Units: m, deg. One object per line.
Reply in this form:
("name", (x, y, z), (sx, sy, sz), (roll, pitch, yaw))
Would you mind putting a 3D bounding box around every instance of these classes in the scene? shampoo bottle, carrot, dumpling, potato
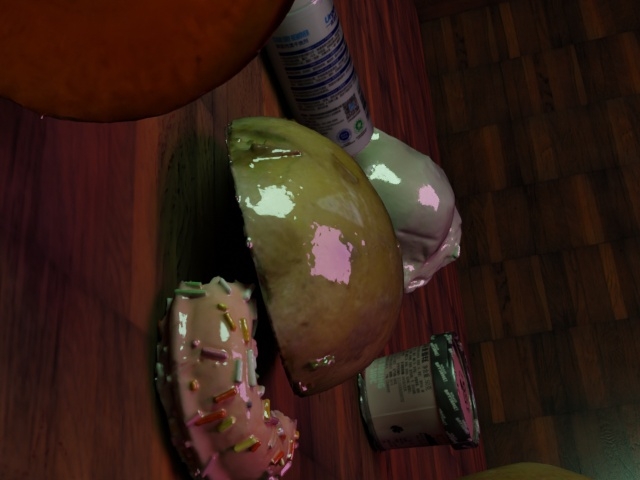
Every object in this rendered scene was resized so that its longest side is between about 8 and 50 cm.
("shampoo bottle", (-0.021, -0.229, 1.033), (0.092, 0.092, 0.303), (-88, 160, -46))
("carrot", (-0.091, -0.237, 0.493), (0.214, 0.193, 0.331), (-56, -159, 34))
("dumpling", (0.084, -0.037, 1.224), (0.258, 0.147, 0.193), (49, 60, -20))
("potato", (0.000, 0.000, 0.765), (0.299, 0.116, 0.239), (107, -35, -87))

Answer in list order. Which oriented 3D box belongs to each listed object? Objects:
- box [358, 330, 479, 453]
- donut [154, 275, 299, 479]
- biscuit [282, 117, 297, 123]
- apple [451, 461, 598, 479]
("box", (0.126, 0.206, 1.197), (0.151, 0.135, 0.151), (-15, 90, -76))
("donut", (-0.061, 0.113, 0.628), (0.117, 0.065, 0.166), (-84, 157, -55))
("biscuit", (-0.033, -0.087, 1.015), (0.130, 0.019, 0.119), (27, 53, -73))
("apple", (0.189, 0.360, 0.751), (0.305, 0.339, 0.338), (43, 35, -45))
